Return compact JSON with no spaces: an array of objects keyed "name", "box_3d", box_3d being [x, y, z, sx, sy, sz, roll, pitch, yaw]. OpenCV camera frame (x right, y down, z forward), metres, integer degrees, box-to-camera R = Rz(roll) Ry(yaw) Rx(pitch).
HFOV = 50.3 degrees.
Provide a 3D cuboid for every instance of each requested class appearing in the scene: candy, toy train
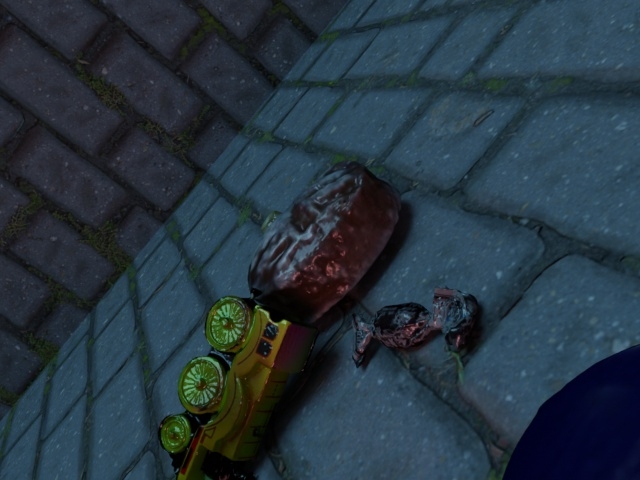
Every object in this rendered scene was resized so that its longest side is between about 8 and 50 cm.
[{"name":"candy","box_3d":[0.105,0.110,0.856,0.226,0.051,0.094,-19,40,53]},{"name":"toy train","box_3d":[-0.122,0.220,0.981,0.161,0.100,0.296,22,90,33]},{"name":"candy","box_3d":[0.000,0.000,1.097,0.289,0.157,0.214,-52,25,-4]}]

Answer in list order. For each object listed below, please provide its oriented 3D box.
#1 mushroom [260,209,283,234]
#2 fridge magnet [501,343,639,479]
[{"name":"mushroom","box_3d":[-0.055,-0.003,1.268,0.148,0.112,0.148,-49,17,20]},{"name":"fridge magnet","box_3d":[0.223,0.178,0.425,0.265,0.113,0.265,-42,22,22]}]
